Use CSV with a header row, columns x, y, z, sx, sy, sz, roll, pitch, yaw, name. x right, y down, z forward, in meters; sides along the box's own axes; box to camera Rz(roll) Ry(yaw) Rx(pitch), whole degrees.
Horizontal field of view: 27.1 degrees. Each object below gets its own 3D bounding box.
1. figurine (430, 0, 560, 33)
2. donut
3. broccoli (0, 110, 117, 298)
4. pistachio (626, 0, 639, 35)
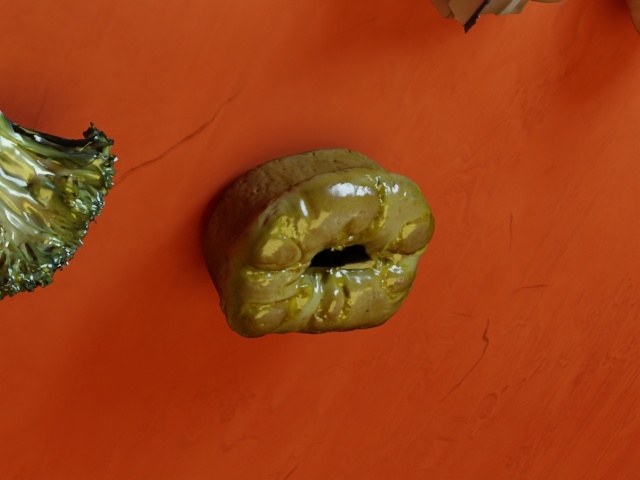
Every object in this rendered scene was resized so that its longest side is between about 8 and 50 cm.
x,y,z,sx,sy,sz,roll,pitch,yaw,name
0.208,-0.308,1.372,0.237,0.141,0.162,-21,163,-26,figurine
0.000,0.000,1.460,0.261,0.128,0.208,-1,123,-37,donut
-0.339,-0.094,1.085,0.252,0.221,0.361,-43,129,-9,broccoli
0.421,-0.312,1.502,0.157,0.157,0.229,-23,123,-20,pistachio
